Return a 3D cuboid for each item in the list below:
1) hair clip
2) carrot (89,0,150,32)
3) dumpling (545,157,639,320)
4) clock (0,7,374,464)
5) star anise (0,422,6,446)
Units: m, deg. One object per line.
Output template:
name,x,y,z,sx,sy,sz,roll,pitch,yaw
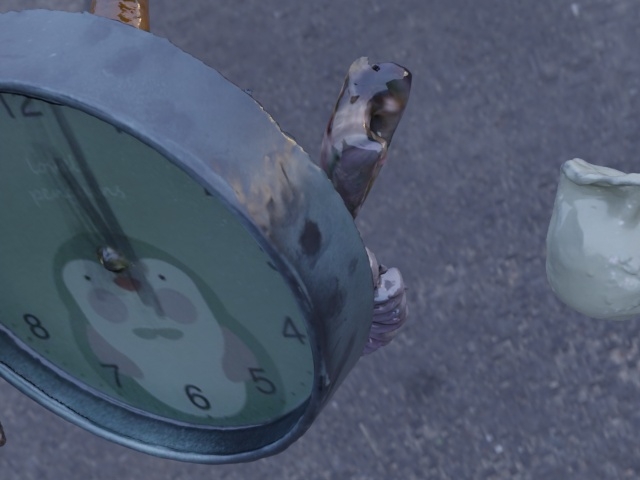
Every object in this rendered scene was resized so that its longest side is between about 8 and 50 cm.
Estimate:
hair clip,0.001,0.004,1.093,0.173,0.300,0.069,8,42,-14
carrot,-0.162,-0.139,1.184,0.060,0.060,0.186,-9,58,21
dumpling,0.241,0.010,1.128,0.134,0.169,0.100,15,33,20
clock,-0.124,0.009,0.895,0.319,0.319,0.066,3,42,32
star anise,-0.326,0.162,0.978,0.231,0.089,0.209,-44,52,-4
